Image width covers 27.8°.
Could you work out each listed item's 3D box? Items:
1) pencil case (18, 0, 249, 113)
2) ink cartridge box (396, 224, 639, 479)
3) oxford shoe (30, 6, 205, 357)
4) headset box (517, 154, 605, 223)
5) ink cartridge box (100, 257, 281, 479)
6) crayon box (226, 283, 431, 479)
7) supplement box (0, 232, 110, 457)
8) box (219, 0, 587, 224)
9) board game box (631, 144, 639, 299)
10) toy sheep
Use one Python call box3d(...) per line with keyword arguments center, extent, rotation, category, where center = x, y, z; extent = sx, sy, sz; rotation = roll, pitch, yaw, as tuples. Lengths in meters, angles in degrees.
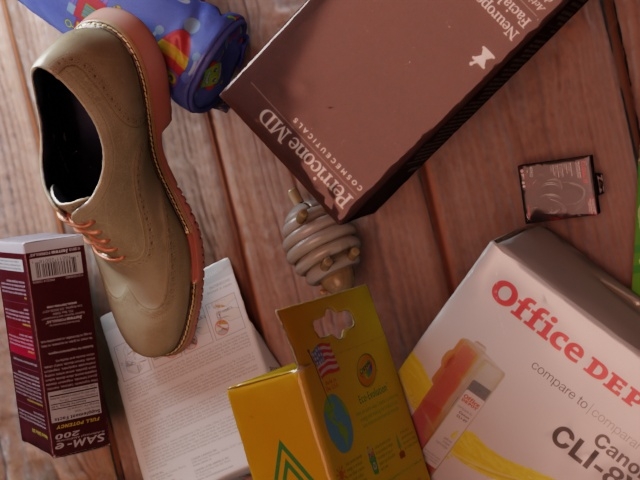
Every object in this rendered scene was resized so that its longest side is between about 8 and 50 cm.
box3d(center=(-0.214, -0.257, 1.400), extent=(0.306, 0.133, 0.119), rotation=(33, 126, 12), category="pencil case")
box3d(center=(0.192, 0.216, 1.293), extent=(0.279, 0.160, 0.385), rotation=(38, 109, 15), category="ink cartridge box")
box3d(center=(-0.227, -0.034, 1.356), extent=(0.140, 0.146, 0.397), rotation=(6, 119, 31), category="oxford shoe")
box3d(center=(0.250, -0.053, 1.330), extent=(0.083, 0.032, 0.062), rotation=(-7, 94, 19), category="headset box")
box3d(center=(-0.135, 0.164, 1.474), extent=(0.189, 0.066, 0.232), rotation=(-25, 68, 18), category="ink cartridge box")
box3d(center=(0.023, 0.210, 1.170), extent=(0.081, 0.202, 0.319), rotation=(-18, 86, 25), category="crayon box")
box3d(center=(-0.305, 0.114, 1.462), extent=(0.130, 0.073, 0.240), rotation=(3, 100, 62), category="supplement box")
box3d(center=(0.102, -0.214, 1.302), extent=(0.191, 0.143, 0.381), rotation=(47, 108, 7), category="box")
box3d(center=(0.378, 0.026, 1.299), extent=(0.124, 0.039, 0.260), rotation=(4, 100, 18), category="board game box")
box3d(center=(0.000, 0.000, 1.384), extent=(0.091, 0.091, 0.132), rotation=(-27, 76, 18), category="toy sheep")
